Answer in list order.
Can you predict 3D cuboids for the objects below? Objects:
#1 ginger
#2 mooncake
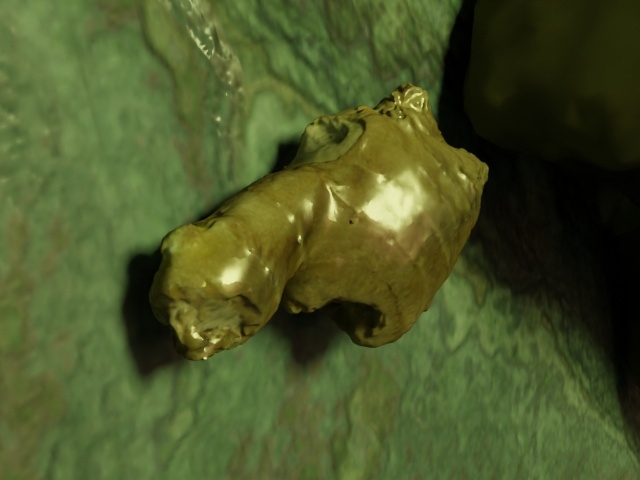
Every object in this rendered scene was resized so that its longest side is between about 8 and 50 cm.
[{"bbox_3d":[0.003,0.007,0.409,0.165,0.067,0.096,-34,118,-36],"label":"ginger"},{"bbox_3d":[0.259,-0.058,0.632,0.394,0.246,0.393,-23,103,-57],"label":"mooncake"}]
